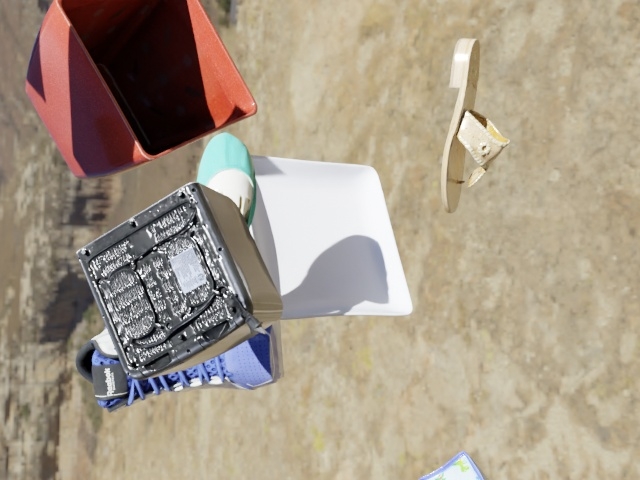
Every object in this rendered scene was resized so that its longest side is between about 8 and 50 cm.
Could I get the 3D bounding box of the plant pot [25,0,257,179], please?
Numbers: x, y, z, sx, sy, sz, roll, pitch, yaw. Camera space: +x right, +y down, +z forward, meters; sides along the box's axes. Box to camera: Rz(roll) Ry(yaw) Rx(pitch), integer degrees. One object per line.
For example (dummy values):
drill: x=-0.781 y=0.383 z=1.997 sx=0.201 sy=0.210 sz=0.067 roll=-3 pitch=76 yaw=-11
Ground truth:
plant pot: x=-0.314 y=-0.243 z=1.365 sx=0.235 sy=0.267 sz=0.267 roll=-23 pitch=98 yaw=42

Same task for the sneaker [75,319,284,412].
sneaker: x=-0.218 y=0.179 z=1.197 sx=0.182 sy=0.315 sz=0.128 roll=-34 pitch=-59 yaw=-62

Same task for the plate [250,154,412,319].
plate: x=0.000 y=0.000 z=1.363 sx=0.045 sy=0.278 sz=0.277 roll=-41 pitch=55 yaw=49

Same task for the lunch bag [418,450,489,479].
lunch bag: x=0.205 y=0.374 z=1.099 sx=0.151 sy=0.096 sz=0.129 roll=55 pitch=180 yaw=40

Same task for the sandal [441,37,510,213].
sandal: x=0.215 y=-0.147 z=1.137 sx=0.088 sy=0.079 sz=0.240 roll=-28 pitch=-56 yaw=-61

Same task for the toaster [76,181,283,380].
toaster: x=-0.146 y=0.053 z=0.916 sx=0.186 sy=0.168 sz=0.110 roll=64 pitch=-164 yaw=13

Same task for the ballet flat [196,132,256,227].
ballet flat: x=-0.125 y=-0.017 z=1.109 sx=0.087 sy=0.083 sz=0.247 roll=-161 pitch=79 yaw=-71
